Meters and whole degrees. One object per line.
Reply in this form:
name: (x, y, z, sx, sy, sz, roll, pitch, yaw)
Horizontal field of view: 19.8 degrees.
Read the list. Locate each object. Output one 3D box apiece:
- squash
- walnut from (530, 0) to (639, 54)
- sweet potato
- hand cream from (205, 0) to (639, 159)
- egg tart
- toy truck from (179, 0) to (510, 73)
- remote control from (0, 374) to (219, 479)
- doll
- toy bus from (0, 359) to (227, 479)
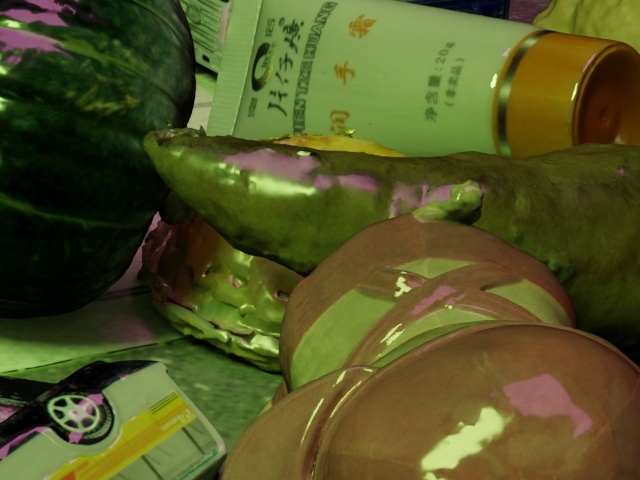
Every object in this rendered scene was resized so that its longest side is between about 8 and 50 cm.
squash: (-0.151, -0.062, 0.970, 0.172, 0.218, 0.218, -3, 24, -6)
walnut: (0.225, -0.096, 1.168, 0.198, 0.198, 0.245, 4, 32, -4)
sweet potato: (0.118, 0.004, 0.941, 0.422, 0.130, 0.130, 7, 21, -26)
hand cream: (0.052, -0.098, 1.128, 0.314, 0.140, 0.089, 8, -4, 42)
egg tart: (0.000, -0.002, 1.030, 0.212, 0.090, 0.212, 2, 25, -1)
toy truck: (0.016, -0.211, 1.430, 0.268, 0.155, 0.124, -11, 29, -33)
remote control: (-0.176, 0.079, 0.815, 0.266, 0.066, 0.090, 4, 27, -4)
doll: (0.054, 0.089, 0.745, 0.196, 0.152, 0.256, -39, 15, 5)
toy bus: (-0.114, 0.111, 0.721, 0.072, 0.057, 0.172, 45, 47, 10)
